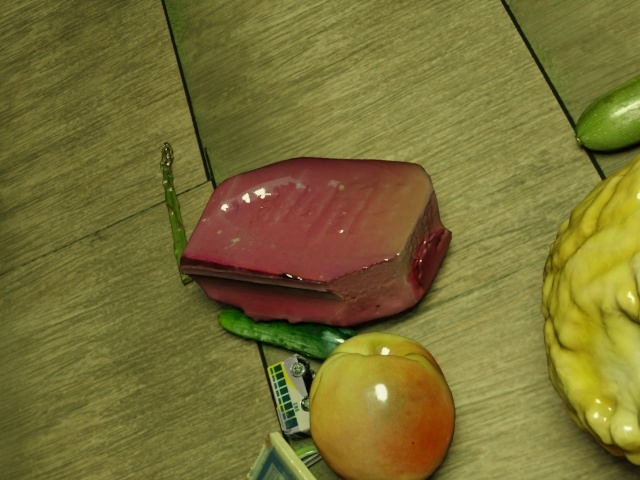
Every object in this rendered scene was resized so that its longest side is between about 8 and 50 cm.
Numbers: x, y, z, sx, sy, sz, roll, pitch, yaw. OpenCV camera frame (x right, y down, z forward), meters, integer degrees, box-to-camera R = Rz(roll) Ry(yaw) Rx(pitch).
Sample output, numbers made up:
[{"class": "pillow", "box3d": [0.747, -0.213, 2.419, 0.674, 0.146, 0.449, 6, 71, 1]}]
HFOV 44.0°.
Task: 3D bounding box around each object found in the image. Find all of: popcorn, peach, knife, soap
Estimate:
[{"class": "popcorn", "box3d": [0.392, 0.043, 0.770, 0.354, 0.344, 0.390, 10, 61, 41]}, {"class": "peach", "box3d": [0.073, 0.201, 0.923, 0.184, 0.184, 0.184, -7, 67, 18]}, {"class": "knife", "box3d": [-0.066, 0.309, 1.022, 0.184, 0.022, 0.026, -34, 87, 5]}, {"class": "soap", "box3d": [0.000, 0.000, 1.035, 0.325, 0.127, 0.220, 8, 59, 22]}]

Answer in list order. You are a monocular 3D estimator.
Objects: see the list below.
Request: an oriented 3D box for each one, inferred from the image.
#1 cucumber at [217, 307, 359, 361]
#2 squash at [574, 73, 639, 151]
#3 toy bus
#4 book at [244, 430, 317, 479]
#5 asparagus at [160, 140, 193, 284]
[{"class": "cucumber", "box3d": [-0.025, 0.125, 1.061, 0.250, 0.056, 0.056, 12, 75, 25]}, {"class": "squash", "box3d": [0.475, -0.206, 0.978, 0.341, 0.094, 0.094, -27, 63, 9]}, {"class": "toy bus", "box3d": [-0.030, 0.207, 1.031, 0.058, 0.052, 0.102, -25, 61, 13]}, {"class": "book", "box3d": [-0.042, 0.397, 0.879, 0.228, 0.018, 0.322, 46, 126, 29]}, {"class": "asparagus", "box3d": [-0.224, -0.047, 1.222, 0.025, 0.024, 0.248, -1, 61, -26]}]
